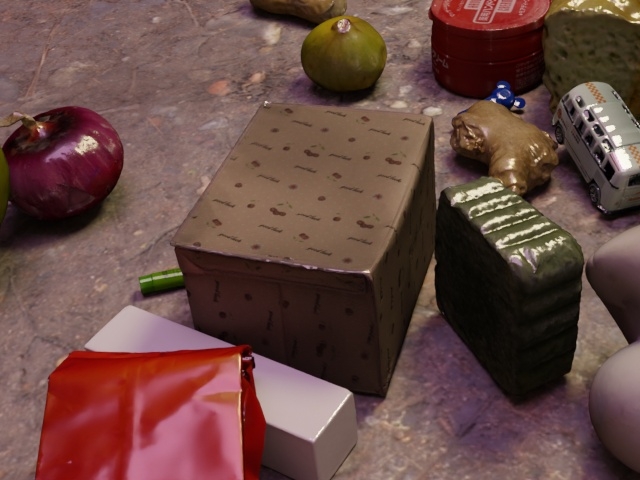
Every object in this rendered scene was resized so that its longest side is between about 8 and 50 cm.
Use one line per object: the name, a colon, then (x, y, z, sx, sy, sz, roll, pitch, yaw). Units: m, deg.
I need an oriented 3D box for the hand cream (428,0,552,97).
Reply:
hand cream: (0.268, -0.321, 1.573, 0.193, 0.125, 0.193, -5, 36, 3)

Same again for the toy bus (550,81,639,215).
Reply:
toy bus: (0.375, -0.128, 1.306, 0.087, 0.089, 0.194, -11, 52, -10)

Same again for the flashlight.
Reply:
flashlight: (0.247, -0.195, 1.489, 0.121, 0.035, 0.057, -30, 67, -20)

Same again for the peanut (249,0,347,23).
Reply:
peanut: (-0.044, -0.452, 1.834, 0.214, 0.099, 0.099, 13, 41, 33)

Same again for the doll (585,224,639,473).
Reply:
doll: (0.335, 0.111, 0.954, 0.221, 0.221, 0.251, -25, 74, -22)

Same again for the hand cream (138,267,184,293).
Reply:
hand cream: (-0.167, 0.044, 1.254, 0.122, 0.023, 0.036, -11, 34, -11)

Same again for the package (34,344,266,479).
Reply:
package: (-0.142, 0.248, 0.841, 0.196, 0.123, 0.424, -6, 50, 3)

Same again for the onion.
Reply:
onion: (-0.361, -0.110, 1.387, 0.177, 0.153, 0.177, 5, 33, -4)

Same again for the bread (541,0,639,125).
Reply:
bread: (0.431, -0.295, 1.448, 0.196, 0.239, 0.252, -5, 28, 33)

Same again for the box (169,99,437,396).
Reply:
box: (0.000, 0.000, 1.149, 0.225, 0.190, 0.297, 6, 41, 17)

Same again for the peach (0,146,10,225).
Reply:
peach: (-0.539, -0.058, 1.235, 0.281, 0.314, 0.315, 33, 56, 21)

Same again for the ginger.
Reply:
ginger: (0.261, -0.122, 1.358, 0.137, 0.074, 0.213, -11, 32, -9)

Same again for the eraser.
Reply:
eraser: (-0.108, 0.159, 1.049, 0.298, 0.076, 0.078, 17, 44, 29)

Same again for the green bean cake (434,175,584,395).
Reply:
green bean cake: (0.195, 0.043, 1.062, 0.094, 0.183, 0.185, -20, 36, -18)

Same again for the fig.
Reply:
fig: (0.039, -0.297, 1.592, 0.136, 0.121, 0.153, -26, 18, -15)
